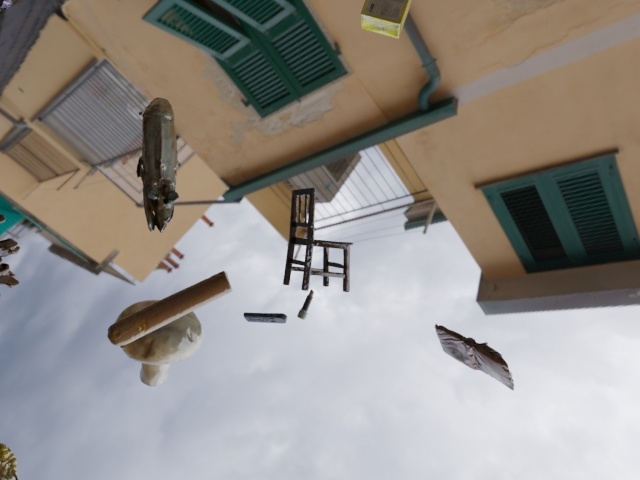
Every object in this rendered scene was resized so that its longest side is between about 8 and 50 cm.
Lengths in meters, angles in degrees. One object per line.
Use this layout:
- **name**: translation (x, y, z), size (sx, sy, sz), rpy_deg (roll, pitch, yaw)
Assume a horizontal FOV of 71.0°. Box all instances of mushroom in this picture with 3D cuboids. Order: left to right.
- **mushroom**: translation (-0.592, 0.348, 1.675), size (0.315, 0.315, 0.356), rpy_deg (-59, 172, -25)

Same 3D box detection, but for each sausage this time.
- **sausage**: translation (-0.352, 0.161, 1.065), size (0.301, 0.065, 0.066), rpy_deg (-24, -152, -15)

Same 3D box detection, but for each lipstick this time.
- **lipstick**: translation (-0.051, 0.242, 1.708), size (0.037, 0.037, 0.116), rpy_deg (30, -82, 57)

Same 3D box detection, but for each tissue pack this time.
- **tissue pack**: translation (0.164, -0.566, 1.028), size (0.062, 0.095, 0.176), rpy_deg (45, 63, -81)

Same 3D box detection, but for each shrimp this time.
- **shrimp**: translation (-0.345, -0.152, 0.979), size (0.085, 0.247, 0.360), rpy_deg (-3, -125, -15)

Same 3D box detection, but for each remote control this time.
- **remote control**: translation (-0.180, 0.255, 1.483), size (0.153, 0.043, 0.027), rpy_deg (-2, -126, 20)

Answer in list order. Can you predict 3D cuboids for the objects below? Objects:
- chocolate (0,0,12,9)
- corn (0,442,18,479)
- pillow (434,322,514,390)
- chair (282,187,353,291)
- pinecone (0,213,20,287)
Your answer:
- **chocolate**: translation (-0.725, -0.521, 0.977), size (0.147, 0.072, 0.070), rpy_deg (-30, 176, 15)
- **corn**: translation (-0.749, 0.450, 0.905), size (0.310, 0.101, 0.101), rpy_deg (1, -136, 11)
- **pillow**: translation (0.425, 0.313, 1.248), size (0.049, 0.135, 0.248), rpy_deg (-44, -145, -18)
- **chair**: translation (0.000, 0.000, 1.930), size (0.203, 0.241, 0.416), rpy_deg (7, -89, 59)
- **pinecone**: translation (-0.995, -0.006, 1.183), size (0.384, 0.384, 0.384), rpy_deg (-28, -146, 21)
